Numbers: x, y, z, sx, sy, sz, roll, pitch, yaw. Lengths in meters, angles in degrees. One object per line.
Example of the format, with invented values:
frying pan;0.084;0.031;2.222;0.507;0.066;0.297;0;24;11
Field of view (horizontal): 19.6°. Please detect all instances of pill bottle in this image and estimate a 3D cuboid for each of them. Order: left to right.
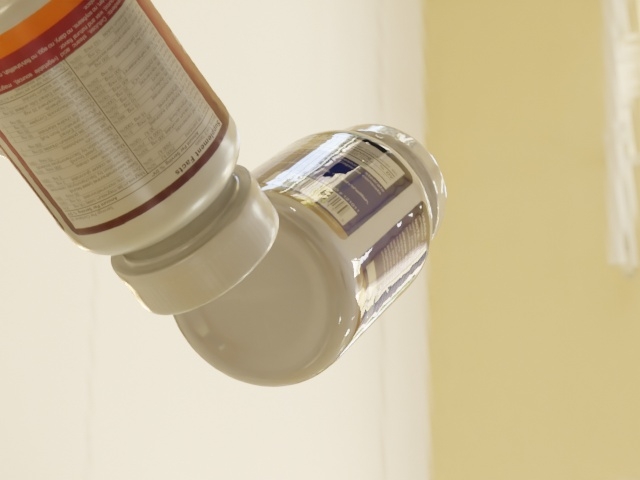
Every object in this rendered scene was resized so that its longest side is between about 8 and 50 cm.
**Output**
pill bottle;-0.122;-0.069;1.069;0.221;0.121;0.121;55;-147;-27
pill bottle;0.000;0.000;1.448;0.265;0.153;0.153;-39;-61;-61

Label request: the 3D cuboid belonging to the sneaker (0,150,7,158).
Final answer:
sneaker;-0.492;-0.187;2.179;0.366;0.210;0.137;46;-151;-45
